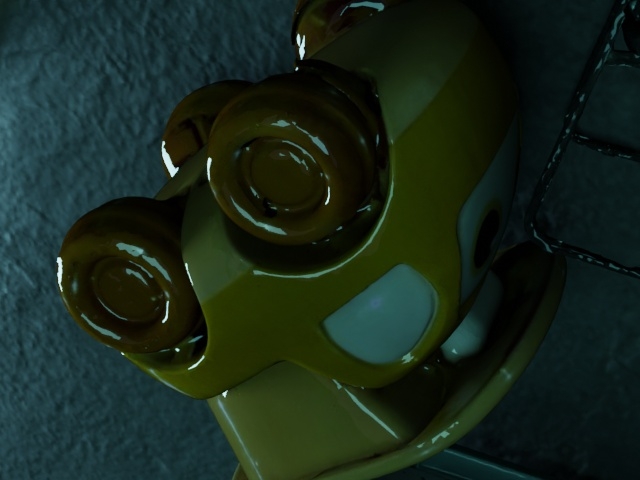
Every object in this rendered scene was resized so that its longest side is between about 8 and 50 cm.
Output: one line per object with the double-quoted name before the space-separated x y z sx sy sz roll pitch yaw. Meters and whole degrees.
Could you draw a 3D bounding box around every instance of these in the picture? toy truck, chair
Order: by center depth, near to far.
"chair" 0.201 -0.101 0.806 0.145 0.140 0.221 16 119 9
"toy truck" 0.000 0.000 0.895 0.288 0.204 0.211 -34 106 34

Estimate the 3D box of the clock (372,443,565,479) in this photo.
"clock" 0.086 0.224 0.962 0.262 0.231 0.116 17 115 4
